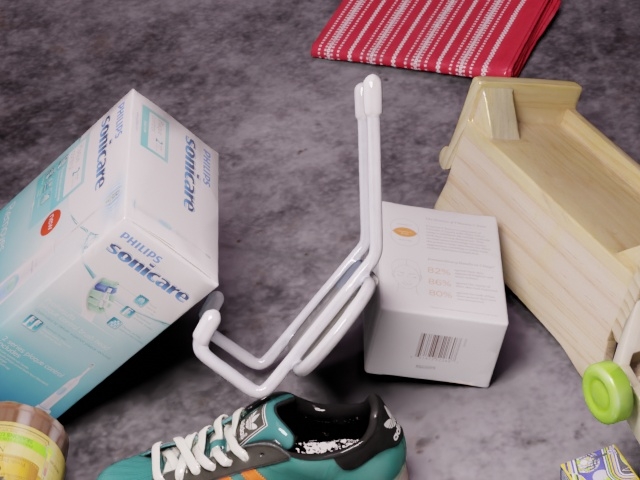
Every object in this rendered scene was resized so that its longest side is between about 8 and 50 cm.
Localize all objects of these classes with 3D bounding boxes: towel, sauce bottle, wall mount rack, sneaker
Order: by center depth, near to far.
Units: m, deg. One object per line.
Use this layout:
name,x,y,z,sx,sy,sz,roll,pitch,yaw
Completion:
sauce bottle,-0.306,0.297,1.643,0.111,0.111,0.344,-3,40,7
sneaker,-0.071,0.199,1.708,0.302,0.121,0.108,-9,39,0
wall mount rack,0.000,0.000,1.758,0.304,0.130,0.350,-52,4,1
towel,0.148,-0.275,2.313,0.275,0.031,0.199,10,45,24

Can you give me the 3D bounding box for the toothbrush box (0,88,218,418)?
toothbrush box,-0.242,0.027,1.828,0.295,0.126,0.216,-38,32,26

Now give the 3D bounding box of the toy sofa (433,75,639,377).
toy sofa,0.279,-0.015,1.908,0.150,0.177,0.362,-2,32,-32

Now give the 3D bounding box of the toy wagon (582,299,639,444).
toy wagon,0.402,0.187,1.625,0.267,0.068,0.344,-14,59,-23

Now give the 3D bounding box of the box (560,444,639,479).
box,0.276,0.262,1.621,0.059,0.054,0.169,-18,41,-11

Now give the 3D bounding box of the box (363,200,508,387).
box,0.113,0.053,1.851,0.130,0.091,0.170,8,39,-5
